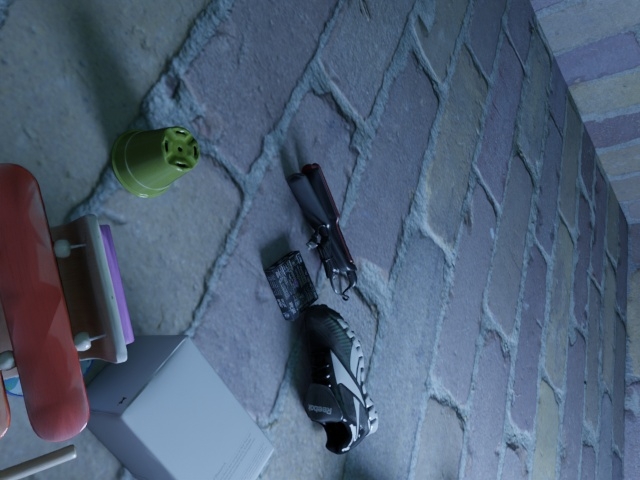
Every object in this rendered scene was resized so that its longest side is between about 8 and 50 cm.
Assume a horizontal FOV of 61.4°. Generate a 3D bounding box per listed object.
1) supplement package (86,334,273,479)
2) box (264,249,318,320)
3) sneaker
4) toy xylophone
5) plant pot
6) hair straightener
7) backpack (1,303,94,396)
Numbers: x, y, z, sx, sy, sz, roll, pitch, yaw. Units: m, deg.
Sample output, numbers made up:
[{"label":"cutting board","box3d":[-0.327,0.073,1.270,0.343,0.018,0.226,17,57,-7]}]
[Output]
[{"label":"supplement package","box3d":[-0.153,0.201,0.576,0.105,0.105,0.179,-52,122,-40]},{"label":"box","box3d":[-0.041,0.066,0.796,0.067,0.018,0.083,-38,112,-46]},{"label":"sneaker","box3d":[0.017,0.211,0.790,0.106,0.078,0.235,-34,111,-49]},{"label":"toy xylophone","box3d":[-0.294,0.093,0.381,0.322,0.081,0.237,-21,96,-22]},{"label":"plant pot","box3d":[-0.181,-0.097,0.618,0.083,0.079,0.084,13,73,-48]},{"label":"hair straightener","box3d":[0.000,0.000,0.846,0.089,0.047,0.231,-38,116,-46]},{"label":"backpack","box3d":[-0.257,0.082,0.494,0.105,0.084,0.115,-4,89,-46]}]
